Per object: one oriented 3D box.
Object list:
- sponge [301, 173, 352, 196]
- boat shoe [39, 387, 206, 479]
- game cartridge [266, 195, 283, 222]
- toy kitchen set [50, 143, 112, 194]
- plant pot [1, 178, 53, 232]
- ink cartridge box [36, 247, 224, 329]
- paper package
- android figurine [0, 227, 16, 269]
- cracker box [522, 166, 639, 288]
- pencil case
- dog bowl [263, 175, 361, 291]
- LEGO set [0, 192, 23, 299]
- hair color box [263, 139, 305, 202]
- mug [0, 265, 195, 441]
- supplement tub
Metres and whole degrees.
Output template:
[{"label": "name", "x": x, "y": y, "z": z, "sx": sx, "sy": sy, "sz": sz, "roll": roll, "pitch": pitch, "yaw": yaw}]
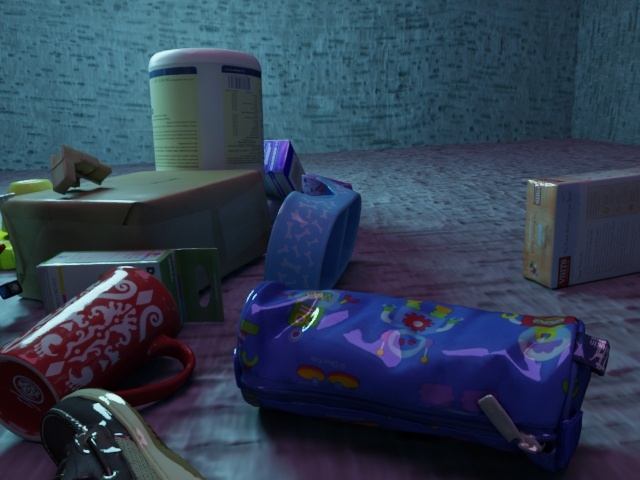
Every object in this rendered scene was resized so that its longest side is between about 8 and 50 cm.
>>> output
[{"label": "sponge", "x": 0.013, "y": -0.077, "z": 1.122, "sx": 0.031, "sy": 0.117, "sz": 0.210, "roll": -8, "pitch": 16, "yaw": -22}, {"label": "boat shoe", "x": -0.143, "y": 0.167, "z": 0.340, "sx": 0.223, "sy": 0.080, "sz": 0.073, "roll": 16, "pitch": 18, "yaw": 38}, {"label": "game cartridge", "x": -0.256, "y": -0.069, "z": 1.268, "sx": 0.294, "sy": 0.060, "sz": 0.196, "roll": 0, "pitch": 20, "yaw": 12}, {"label": "toy kitchen set", "x": -0.377, "y": -0.088, "z": 0.790, "sx": 0.068, "sy": 0.075, "sz": 0.083, "roll": -37, "pitch": -35, "yaw": 20}, {"label": "plant pot", "x": -0.596, "y": -0.077, "z": 1.066, "sx": 0.134, "sy": 0.095, "sz": 0.134, "roll": -3, "pitch": 13, "yaw": 1}, {"label": "ink cartridge box", "x": -0.235, "y": 0.071, "z": 0.647, "sx": 0.209, "sy": 0.109, "sz": 0.062, "roll": -2, "pitch": 16, "yaw": 2}, {"label": "paper package", "x": -0.297, "y": -0.018, "z": 0.875, "sx": 0.309, "sy": 0.168, "sz": 0.325, "roll": 3, "pitch": 17, "yaw": 24}, {"label": "android figurine", "x": -0.602, "y": 0.002, "z": 1.068, "sx": 0.248, "sy": 0.056, "sz": 0.272, "roll": -11, "pitch": 16, "yaw": -29}, {"label": "cracker box", "x": 0.427, "y": -0.025, "z": 0.784, "sx": 0.232, "sy": 0.156, "sz": 0.067, "roll": -8, "pitch": 16, "yaw": -18}, {"label": "pencil case", "x": 0.068, "y": 0.108, "z": 0.438, "sx": 0.305, "sy": 0.120, "sz": 0.133, "roll": 4, "pitch": 19, "yaw": 25}, {"label": "dog bowl", "x": 0.000, "y": 0.000, "z": 0.786, "sx": 0.074, "sy": 0.166, "sz": 0.297, "roll": 13, "pitch": 19, "yaw": 12}, {"label": "LEGO set", "x": -0.544, "y": 0.010, "z": 0.767, "sx": 0.244, "sy": 0.183, "sz": 0.060, "roll": 10, "pitch": 16, "yaw": 16}, {"label": "hair color box", "x": -0.223, "y": -0.171, "z": 1.367, "sx": 0.338, "sy": 0.110, "sz": 0.185, "roll": 3, "pitch": -26, "yaw": 17}, {"label": "mug", "x": -0.220, "y": 0.109, "z": 0.512, "sx": 0.150, "sy": 0.113, "sz": 0.169, "roll": 0, "pitch": 19, "yaw": 18}, {"label": "supplement tub", "x": -0.240, "y": -0.228, "z": 1.106, "sx": 0.235, "sy": 0.325, "sz": 0.235, "roll": -1, "pitch": 10, "yaw": 0}]
